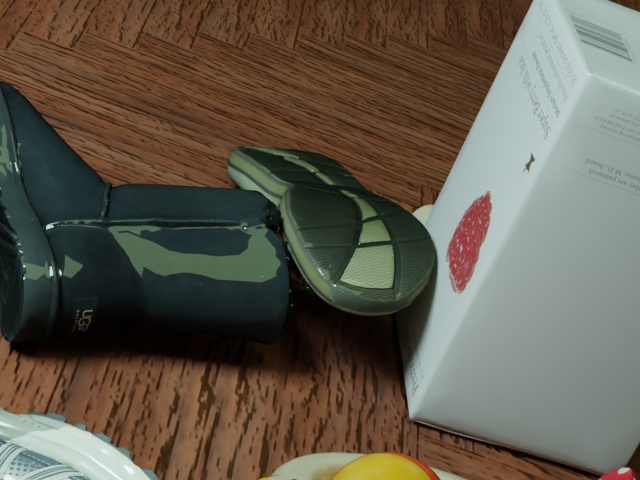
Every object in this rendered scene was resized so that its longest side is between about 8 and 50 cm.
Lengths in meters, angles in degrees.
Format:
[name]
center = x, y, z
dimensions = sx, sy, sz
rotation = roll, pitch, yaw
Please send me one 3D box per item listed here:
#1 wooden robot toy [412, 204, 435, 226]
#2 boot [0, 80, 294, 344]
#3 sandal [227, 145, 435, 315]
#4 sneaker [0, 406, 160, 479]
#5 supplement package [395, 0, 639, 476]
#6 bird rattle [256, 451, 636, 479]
[wooden robot toy]
center = 0.120, 0.016, 1.267
dimensions = 0.173, 0.076, 0.079
rotation = 3, 45, -34
[boot]
center = -0.142, -0.020, 1.091
dimensions = 0.207, 0.094, 0.246
rotation = 1, 42, -30
[sandal]
center = 0.001, 0.000, 1.193
dimensions = 0.120, 0.086, 0.303
rotation = 10, 15, -20
[sneaker]
center = -0.188, 0.145, 0.796
dimensions = 0.283, 0.110, 0.122
rotation = 31, 46, 18
[supplement package]
center = 0.190, -0.006, 1.111
dimensions = 0.175, 0.293, 0.177
rotation = 17, 28, -13
[bird rattle]
center = 0.071, 0.167, 0.911
dimensions = 0.207, 0.143, 0.253
rotation = 19, 20, 28
